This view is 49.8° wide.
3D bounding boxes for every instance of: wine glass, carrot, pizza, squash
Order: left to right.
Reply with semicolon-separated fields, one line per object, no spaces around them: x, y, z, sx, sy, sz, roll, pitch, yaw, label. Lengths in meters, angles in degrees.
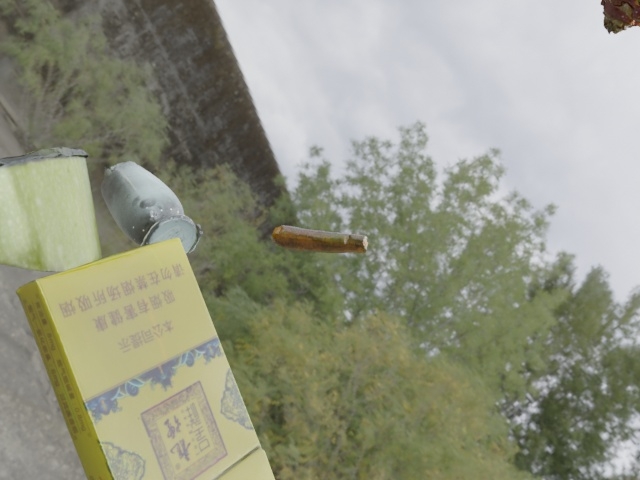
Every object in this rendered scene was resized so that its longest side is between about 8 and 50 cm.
-0.363;-0.029;0.774;0.220;0.220;0.133;-155;-122;-72;squash
-0.305;-0.053;1.211;0.204;0.111;0.111;44;-15;34;wine glass
0.000;0.000;1.151;0.170;0.042;0.042;4;-36;22;carrot
0.571;-0.448;1.302;0.188;0.062;0.199;59;-4;23;pizza

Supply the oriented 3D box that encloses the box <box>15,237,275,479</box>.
-0.132;0.145;0.577;0.153;0.041;0.279;-22;90;-55;box
